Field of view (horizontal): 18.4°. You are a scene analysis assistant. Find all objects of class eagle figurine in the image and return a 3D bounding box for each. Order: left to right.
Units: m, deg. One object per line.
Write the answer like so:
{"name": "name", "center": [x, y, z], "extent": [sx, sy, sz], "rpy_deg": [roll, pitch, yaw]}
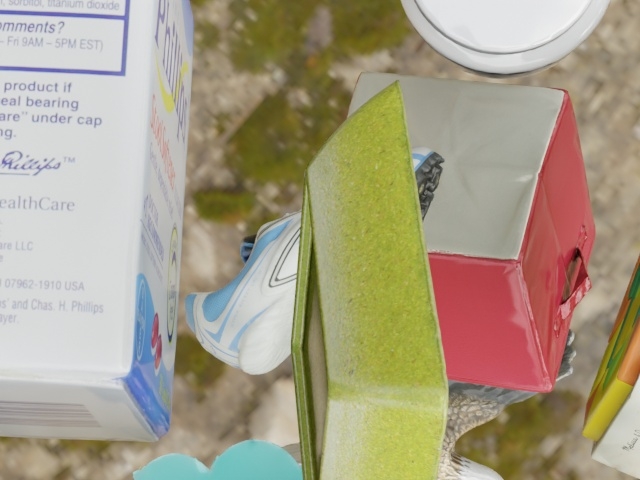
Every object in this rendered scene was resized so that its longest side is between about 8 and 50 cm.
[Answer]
{"name": "eagle figurine", "center": [0.115, 0.190, 1.987], "extent": [0.225, 0.226, 0.298], "rpy_deg": [16, 108, -34]}

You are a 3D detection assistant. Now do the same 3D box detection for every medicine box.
{"name": "medicine box", "center": [-0.161, -0.044, 1.140], "extent": [0.149, 0.263, 0.289], "rpy_deg": [3, 78, 1]}

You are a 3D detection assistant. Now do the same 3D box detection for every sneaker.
{"name": "sneaker", "center": [0.000, 0.000, 1.412], "extent": [0.237, 0.086, 0.085], "rpy_deg": [-41, 154, -28]}

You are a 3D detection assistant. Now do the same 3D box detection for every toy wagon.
{"name": "toy wagon", "center": [0.267, -0.008, 1.351], "extent": [0.267, 0.068, 0.344], "rpy_deg": [105, 8, -62]}

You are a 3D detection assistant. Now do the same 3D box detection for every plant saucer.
{"name": "plant saucer", "center": [0.016, 0.057, 0.894], "extent": [0.045, 0.188, 0.188], "rpy_deg": [-1, 138, -5]}

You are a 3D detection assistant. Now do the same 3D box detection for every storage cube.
{"name": "storage cube", "center": [0.115, -0.009, 1.661], "extent": [0.193, 0.215, 0.183], "rpy_deg": [69, 34, -51]}

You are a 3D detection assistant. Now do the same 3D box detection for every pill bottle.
{"name": "pill bottle", "center": [0.137, -0.202, 1.463], "extent": [0.161, 0.283, 0.161], "rpy_deg": [0, 94, 5]}

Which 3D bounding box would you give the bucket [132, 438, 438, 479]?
{"name": "bucket", "center": [-0.030, 0.259, 1.175], "extent": [0.281, 0.281, 0.183], "rpy_deg": [-14, 115, -26]}
